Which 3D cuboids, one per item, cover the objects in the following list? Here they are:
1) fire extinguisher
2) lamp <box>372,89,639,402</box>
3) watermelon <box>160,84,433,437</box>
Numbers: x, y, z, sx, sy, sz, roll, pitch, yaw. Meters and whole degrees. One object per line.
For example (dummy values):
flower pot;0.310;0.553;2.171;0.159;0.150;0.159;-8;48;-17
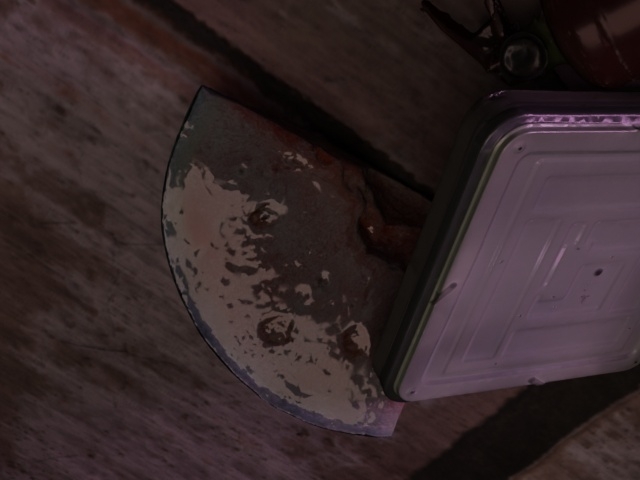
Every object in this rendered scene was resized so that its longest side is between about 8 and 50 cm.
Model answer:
fire extinguisher;0.229;-0.196;0.685;0.337;0.106;0.147;-25;91;25
lamp;0.189;0.009;0.777;0.269;0.047;0.266;-4;132;-27
watermelon;0.000;0.000;0.866;0.226;0.148;0.318;-26;101;7
